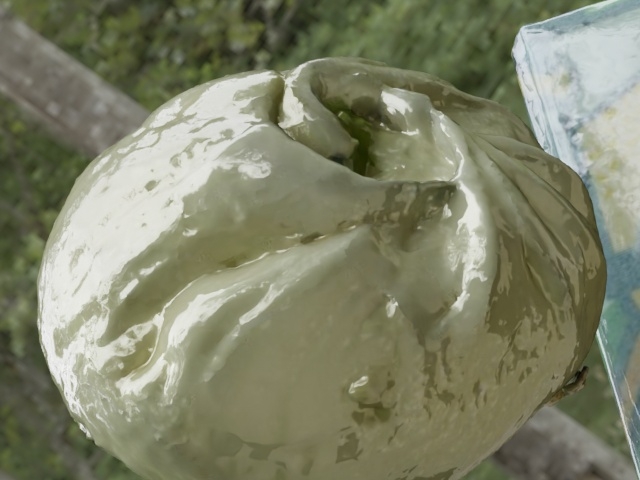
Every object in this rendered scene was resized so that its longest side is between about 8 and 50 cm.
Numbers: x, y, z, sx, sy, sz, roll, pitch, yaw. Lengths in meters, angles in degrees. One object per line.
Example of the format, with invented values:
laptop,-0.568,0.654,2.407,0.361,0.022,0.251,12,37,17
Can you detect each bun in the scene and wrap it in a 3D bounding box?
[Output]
bun,0.000,0.000,0.795,0.259,0.259,0.160,-39,-42,-56

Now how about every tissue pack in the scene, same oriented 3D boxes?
tissue pack,0.255,-0.001,0.982,0.228,0.311,0.128,-17,-23,12
